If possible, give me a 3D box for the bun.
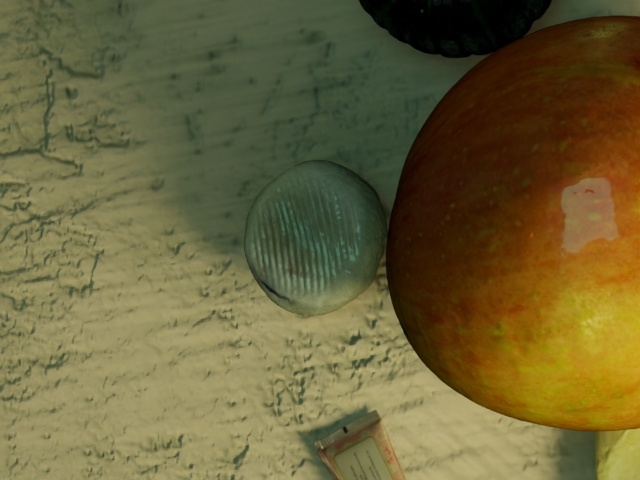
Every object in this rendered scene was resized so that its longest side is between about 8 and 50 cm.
[{"bbox_3d":[0.000,0.000,1.798,0.141,0.083,0.141,-4,80,25],"label":"bun"}]

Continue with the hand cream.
[{"bbox_3d":[0.066,0.257,1.772,0.067,0.043,0.209,-29,71,9],"label":"hand cream"}]

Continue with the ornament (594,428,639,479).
[{"bbox_3d":[0.300,0.177,1.706,0.180,0.059,0.201,42,98,19],"label":"ornament"}]

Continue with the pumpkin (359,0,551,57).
[{"bbox_3d":[0.119,-0.261,1.763,0.202,0.140,0.202,-3,81,16],"label":"pumpkin"}]

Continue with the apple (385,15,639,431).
[{"bbox_3d":[0.217,-0.010,1.613,0.340,0.339,0.339,-2,83,16],"label":"apple"}]
